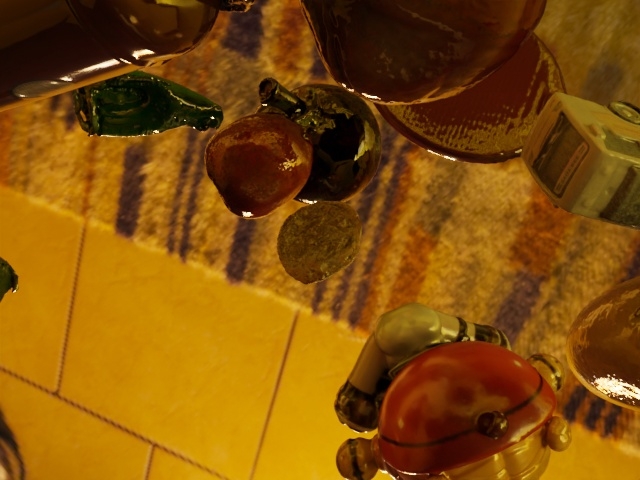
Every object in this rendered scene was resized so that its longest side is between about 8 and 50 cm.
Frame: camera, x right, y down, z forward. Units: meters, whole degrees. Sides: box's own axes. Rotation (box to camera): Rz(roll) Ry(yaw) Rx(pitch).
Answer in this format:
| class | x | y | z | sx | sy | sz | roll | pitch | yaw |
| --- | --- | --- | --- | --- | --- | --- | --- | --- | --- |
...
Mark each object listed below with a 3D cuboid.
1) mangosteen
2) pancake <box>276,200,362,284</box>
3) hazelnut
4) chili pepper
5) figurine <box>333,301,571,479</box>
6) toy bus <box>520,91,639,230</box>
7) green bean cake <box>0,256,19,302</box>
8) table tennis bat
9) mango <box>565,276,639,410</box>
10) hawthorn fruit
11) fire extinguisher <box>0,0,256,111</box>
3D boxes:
| class | x | y | z | sx | sy | sz | roll | pitch | yaw |
| --- | --- | --- | --- | --- | --- | --- | --- | --- | --- |
| mangosteen | -0.018 | -0.187 | 1.705 | 0.231 | 0.289 | 0.231 | -8 | 67 | 20 |
| pancake | 0.000 | 0.000 | 1.377 | 0.139 | 0.139 | 0.022 | -4 | 146 | 24 |
| hazelnut | 0.072 | -0.236 | 0.834 | 0.229 | 0.229 | 0.229 | 7 | 110 | 21 |
| chili pepper | -0.239 | -0.185 | 1.325 | 0.216 | 0.062 | 0.108 | 12 | 121 | -18 |
| figurine | 0.165 | 0.207 | 1.193 | 0.320 | 0.323 | 0.196 | -25 | 118 | -9 |
| toy bus | 0.387 | -0.055 | 1.018 | 0.342 | 0.138 | 0.097 | 13 | 124 | -17 |
| green bean cake | -0.492 | 0.039 | 1.027 | 0.156 | 0.250 | 0.247 | 27 | 156 | 33 |
| table tennis bat | 0.255 | -0.214 | 1.378 | 0.414 | 0.268 | 0.051 | 24 | 155 | 2 |
| mango | 0.546 | 0.169 | 1.505 | 0.301 | 0.445 | 0.220 | 9 | 81 | -5 |
| hawthorn fruit | -0.088 | -0.129 | 1.544 | 0.188 | 0.169 | 0.169 | -26 | 96 | 11 |
| fire extinguisher | -0.165 | -0.125 | 0.479 | 0.341 | 0.141 | 0.105 | -10 | 63 | 32 |
